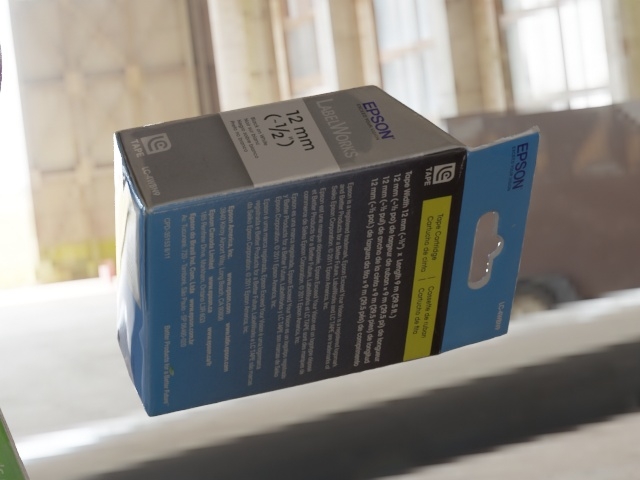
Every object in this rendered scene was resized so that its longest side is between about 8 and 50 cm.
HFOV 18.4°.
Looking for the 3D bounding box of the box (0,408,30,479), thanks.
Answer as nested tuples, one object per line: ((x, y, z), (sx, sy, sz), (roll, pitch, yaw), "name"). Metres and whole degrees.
((-0.302, 0.203, 1.071), (0.322, 0.232, 0.058), (-21, -10, -17), "box")

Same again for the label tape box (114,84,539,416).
((0.000, 0.000, 1.714), (0.347, 0.249, 0.115), (-13, 45, -17), "label tape box")

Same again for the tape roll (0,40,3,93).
((-0.395, -0.140, 1.562), (0.275, 0.275, 0.090), (-7, -9, 8), "tape roll")
